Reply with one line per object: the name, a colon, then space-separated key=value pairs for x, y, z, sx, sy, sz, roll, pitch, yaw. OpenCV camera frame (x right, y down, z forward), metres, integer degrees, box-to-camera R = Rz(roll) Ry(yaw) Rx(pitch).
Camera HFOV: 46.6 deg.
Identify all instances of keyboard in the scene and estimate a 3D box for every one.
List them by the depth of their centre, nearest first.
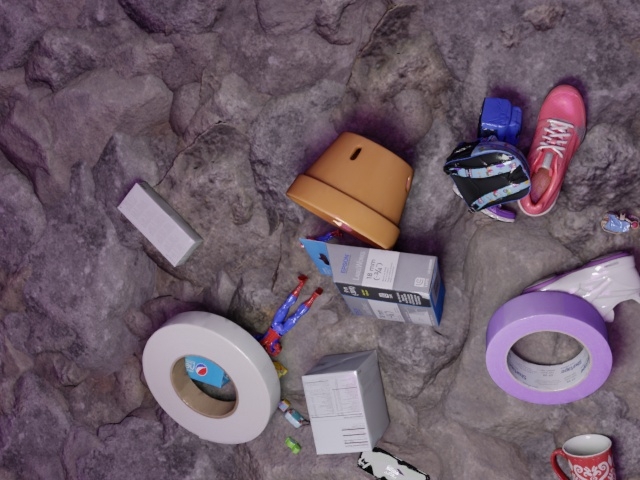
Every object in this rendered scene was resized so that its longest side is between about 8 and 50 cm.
keyboard: x=0.186 y=0.622 z=1.969 sx=0.192 sy=0.038 sz=0.100 roll=27 pitch=81 yaw=14

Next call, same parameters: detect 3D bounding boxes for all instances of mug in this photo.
mug: x=0.645 y=0.562 z=1.780 sx=0.113 sy=0.150 sz=0.169 roll=-18 pitch=97 yaw=-17

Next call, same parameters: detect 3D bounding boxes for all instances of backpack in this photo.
backpack: x=0.388 y=-0.157 z=1.660 sx=0.173 sy=0.117 sz=0.158 roll=-13 pitch=122 yaw=43
backpack: x=0.413 y=-0.254 z=1.720 sx=0.101 sy=0.120 sz=0.098 roll=14 pitch=59 yaw=15

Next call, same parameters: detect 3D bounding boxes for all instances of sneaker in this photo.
sneaker: x=0.530 y=-0.198 z=1.683 sx=0.116 sy=0.136 sz=0.313 roll=16 pitch=102 yaw=15
sneaker: x=0.592 y=0.139 z=1.718 sx=0.305 sy=0.114 sz=0.152 roll=-23 pitch=89 yaw=20
sneaker: x=0.398 y=-0.102 z=1.778 sx=0.170 sy=0.068 sz=0.071 roll=37 pitch=100 yaw=11

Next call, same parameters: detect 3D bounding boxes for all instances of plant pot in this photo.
plant pot: x=0.091 y=-0.125 z=1.781 sx=0.291 sy=0.291 sz=0.203 roll=30 pitch=88 yaw=13

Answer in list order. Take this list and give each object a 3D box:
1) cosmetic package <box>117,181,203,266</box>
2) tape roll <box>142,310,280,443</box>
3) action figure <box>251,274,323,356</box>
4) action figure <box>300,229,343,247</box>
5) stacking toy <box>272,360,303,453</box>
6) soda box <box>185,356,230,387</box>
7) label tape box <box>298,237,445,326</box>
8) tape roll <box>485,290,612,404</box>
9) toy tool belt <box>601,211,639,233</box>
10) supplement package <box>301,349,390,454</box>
cosmetic package: x=-0.445 y=-0.046 z=2.066 sx=0.239 sy=0.060 sz=0.099 roll=45 pitch=106 yaw=8
tape roll: x=-0.293 y=0.369 z=1.971 sx=0.392 sy=0.072 sz=0.391 roll=11 pitch=120 yaw=19
action figure: x=-0.117 y=0.229 z=1.959 sx=0.091 sy=0.139 sz=0.280 roll=39 pitch=110 yaw=11
action figure: x=0.000 y=0.000 z=1.937 sx=0.115 sy=0.038 sz=0.030 roll=-14 pitch=76 yaw=19
stacking toy: x=-0.097 y=0.457 z=2.023 sx=0.221 sy=0.052 sz=0.167 roll=40 pitch=108 yaw=9
soda box: x=-0.354 y=0.342 z=2.084 sx=0.210 sy=0.067 sz=0.071 roll=15 pitch=102 yaw=16
label tape box: x=0.121 y=0.106 z=1.797 sx=0.334 sy=0.240 sz=0.105 roll=7 pitch=68 yaw=18
tape roll: x=0.522 y=0.250 z=1.712 sx=0.275 sy=0.090 sz=0.274 roll=7 pitch=126 yaw=10
toy tool belt: x=0.686 y=-0.038 z=1.697 sx=0.083 sy=0.051 sz=0.052 roll=10 pitch=101 yaw=16
supplement package: x=0.068 y=0.407 z=1.886 sx=0.149 sy=0.194 sz=0.203 roll=-10 pitch=94 yaw=20
